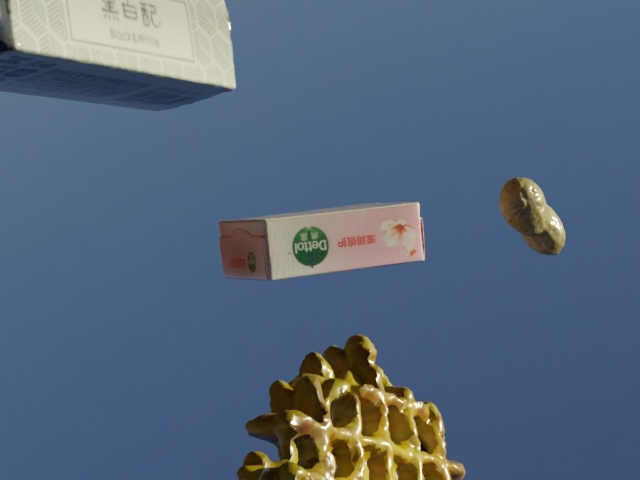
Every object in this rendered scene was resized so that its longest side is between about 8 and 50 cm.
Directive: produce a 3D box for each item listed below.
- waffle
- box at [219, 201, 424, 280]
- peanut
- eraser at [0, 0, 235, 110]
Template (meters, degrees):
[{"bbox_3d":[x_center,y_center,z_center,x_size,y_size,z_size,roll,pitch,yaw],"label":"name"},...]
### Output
[{"bbox_3d":[0.055,0.218,1.411,0.069,0.293,0.260,-18,-165,29],"label":"waffle"},{"bbox_3d":[0.000,0.000,1.322,0.125,0.043,0.089,-7,-177,-22],"label":"box"},{"bbox_3d":[0.160,-0.018,1.387,0.037,0.083,0.037,-22,-131,27],"label":"peanut"},{"bbox_3d":[-0.209,-0.167,1.428,0.098,0.096,0.404,-12,173,26],"label":"eraser"}]
